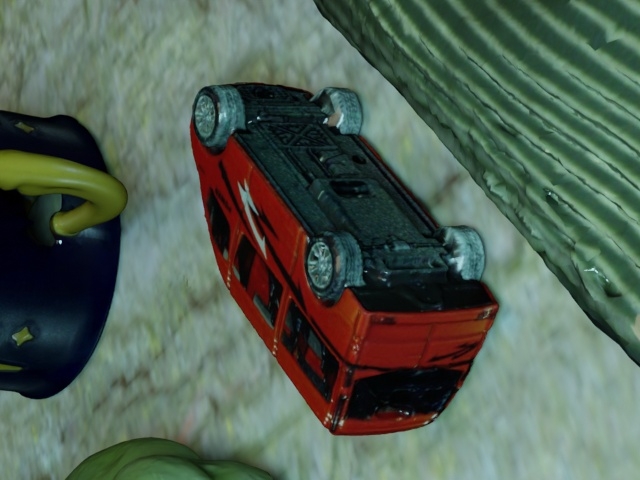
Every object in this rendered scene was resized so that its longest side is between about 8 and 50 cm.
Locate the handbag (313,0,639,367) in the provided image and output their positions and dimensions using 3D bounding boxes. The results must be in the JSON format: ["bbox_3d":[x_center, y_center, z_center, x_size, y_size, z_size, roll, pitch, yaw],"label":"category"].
[{"bbox_3d":[0.166,-0.101,0.520,0.240,0.247,0.341,-67,25,18],"label":"handbag"}]

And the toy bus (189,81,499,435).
[{"bbox_3d":[0.000,0.000,0.872,0.195,0.081,0.089,52,134,42],"label":"toy bus"}]

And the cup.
[{"bbox_3d":[-0.248,-0.029,1.055,0.255,0.256,0.178,-49,48,35],"label":"cup"}]

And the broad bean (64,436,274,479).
[{"bbox_3d":[-0.093,0.187,0.952,0.228,0.100,0.169,-11,72,61],"label":"broad bean"}]
